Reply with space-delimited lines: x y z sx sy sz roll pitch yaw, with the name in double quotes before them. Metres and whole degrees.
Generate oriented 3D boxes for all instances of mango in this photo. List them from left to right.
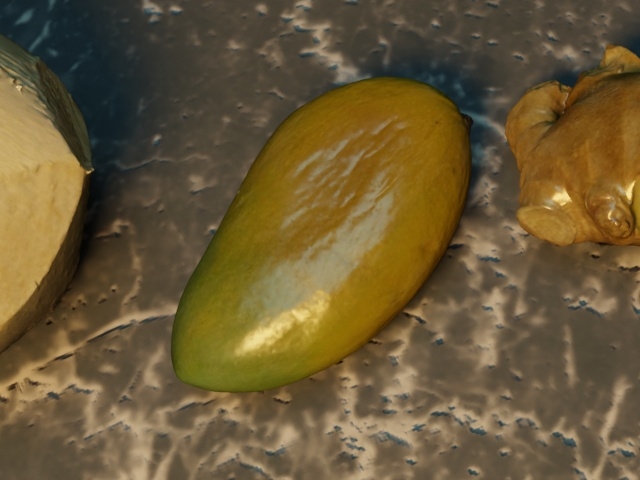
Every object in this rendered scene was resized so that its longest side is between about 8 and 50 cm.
"mango" 0.007 0.001 1.015 0.137 0.091 0.237 20 74 28

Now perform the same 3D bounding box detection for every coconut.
"coconut" -0.255 -0.028 1.008 0.245 0.247 0.245 -39 33 32

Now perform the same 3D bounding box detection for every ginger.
"ginger" 0.219 -0.056 0.988 0.216 0.102 0.157 -9 34 14
